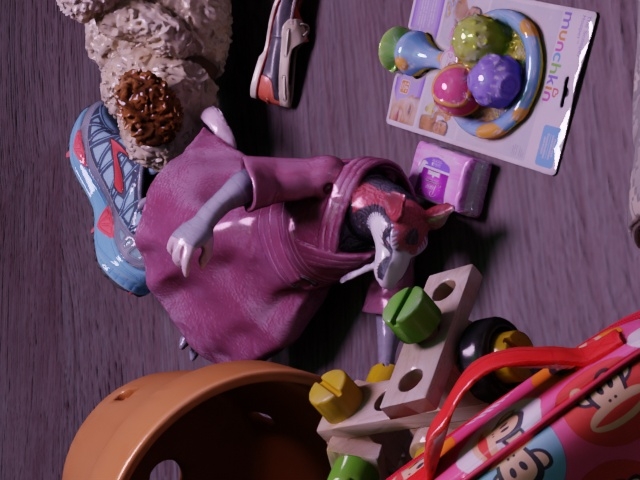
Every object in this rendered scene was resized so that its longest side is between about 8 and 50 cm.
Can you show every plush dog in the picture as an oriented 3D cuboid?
[{"bbox_3d":[-0.160,-0.181,1.708,0.262,0.210,0.225,80,-169,-79],"label":"plush dog"}]

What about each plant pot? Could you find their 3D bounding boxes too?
[{"bbox_3d":[-0.098,0.234,1.433,0.203,0.291,0.291,16,96,59],"label":"plant pot"}]

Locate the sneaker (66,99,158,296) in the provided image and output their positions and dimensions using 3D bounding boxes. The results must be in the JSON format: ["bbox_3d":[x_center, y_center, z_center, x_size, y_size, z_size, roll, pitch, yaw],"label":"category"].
[{"bbox_3d":[-0.200,-0.067,1.857,0.125,0.104,0.262,-37,55,25],"label":"sneaker"}]

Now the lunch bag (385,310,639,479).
[{"bbox_3d":[0.164,0.184,1.016,0.293,0.258,0.120,-36,7,11],"label":"lunch bag"}]

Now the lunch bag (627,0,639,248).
[{"bbox_3d":[0.296,-0.136,0.996,0.256,0.212,0.305,-16,66,60],"label":"lunch bag"}]

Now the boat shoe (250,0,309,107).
[{"bbox_3d":[-0.033,-0.204,1.665,0.043,0.049,0.137,18,96,14],"label":"boat shoe"}]

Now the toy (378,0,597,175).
[{"bbox_3d":[0.124,-0.148,1.400,0.237,0.056,0.137,25,104,56],"label":"toy"}]

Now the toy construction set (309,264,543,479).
[{"bbox_3d":[0.055,0.157,1.169,0.309,0.237,0.257,-51,36,-16],"label":"toy construction set"}]

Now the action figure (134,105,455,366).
[{"bbox_3d":[0.000,0.000,1.489,0.370,0.248,0.276,-18,32,47],"label":"action figure"}]

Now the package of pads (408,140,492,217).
[{"bbox_3d":[0.112,-0.053,1.416,0.083,0.032,0.050,25,102,56],"label":"package of pads"}]
